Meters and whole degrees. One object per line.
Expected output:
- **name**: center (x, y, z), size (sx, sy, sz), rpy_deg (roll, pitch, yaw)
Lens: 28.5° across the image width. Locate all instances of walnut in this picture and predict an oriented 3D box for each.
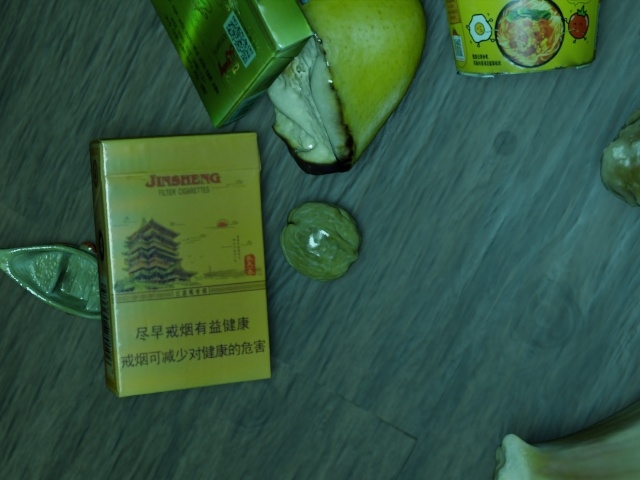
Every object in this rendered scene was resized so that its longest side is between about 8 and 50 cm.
- **walnut**: center (0.000, 0.000, 1.366), size (0.092, 0.092, 0.092), rpy_deg (1, 96, 13)

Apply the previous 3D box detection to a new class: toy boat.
- **toy boat**: center (-0.280, 0.045, 1.438), size (0.185, 0.071, 0.089), rpy_deg (21, 101, 11)

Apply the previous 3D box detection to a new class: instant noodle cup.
- **instant noodle cup**: center (0.201, -0.241, 1.254), size (0.182, 0.182, 0.144), rpy_deg (-1, 104, 13)

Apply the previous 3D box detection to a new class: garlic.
- **garlic**: center (0.354, 0.260, 1.280), size (0.340, 0.231, 0.246), rpy_deg (-31, 57, -15)

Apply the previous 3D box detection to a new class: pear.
- **pear**: center (0.022, -0.215, 1.298), size (0.178, 0.267, 0.266), rpy_deg (-28, 89, -12)

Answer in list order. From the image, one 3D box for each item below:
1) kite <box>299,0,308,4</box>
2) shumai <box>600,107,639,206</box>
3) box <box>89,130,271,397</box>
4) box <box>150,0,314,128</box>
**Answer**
- **kite**: center (0.016, -0.327, 1.227), size (0.015, 0.310, 0.169), rpy_deg (-33, 94, 38)
- **shumai**: center (0.436, -0.111, 1.156), size (0.314, 0.267, 0.262), rpy_deg (18, 101, 5)
- **box**: center (-0.150, 0.022, 1.365), size (0.174, 0.076, 0.274), rpy_deg (-5, 95, -21)
- **box**: center (-0.098, -0.228, 1.261), size (0.043, 0.311, 0.173), rpy_deg (-27, 89, -17)
